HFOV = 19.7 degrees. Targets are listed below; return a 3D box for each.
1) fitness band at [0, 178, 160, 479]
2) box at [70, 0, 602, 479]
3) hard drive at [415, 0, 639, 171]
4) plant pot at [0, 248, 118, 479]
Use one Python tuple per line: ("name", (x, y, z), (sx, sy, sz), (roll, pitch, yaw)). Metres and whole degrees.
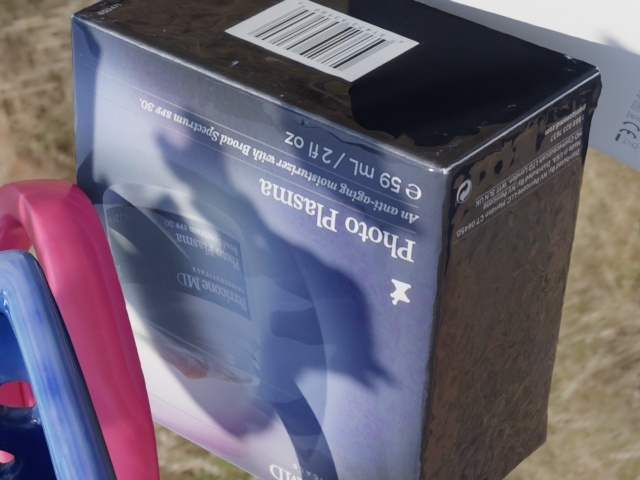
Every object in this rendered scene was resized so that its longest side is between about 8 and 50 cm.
("fitness band", (-0.166, 0.100, 1.191), (0.209, 0.054, 0.291), (-58, 44, 50))
("box", (0.000, 0.000, 1.209), (0.296, 0.183, 0.294), (24, 129, 30))
("hard drive", (0.164, -0.135, 1.197), (0.307, 0.040, 0.203), (27, 156, 7))
("plant pot", (-0.176, 0.178, 0.731), (0.212, 0.236, 0.236), (80, 170, -49))
